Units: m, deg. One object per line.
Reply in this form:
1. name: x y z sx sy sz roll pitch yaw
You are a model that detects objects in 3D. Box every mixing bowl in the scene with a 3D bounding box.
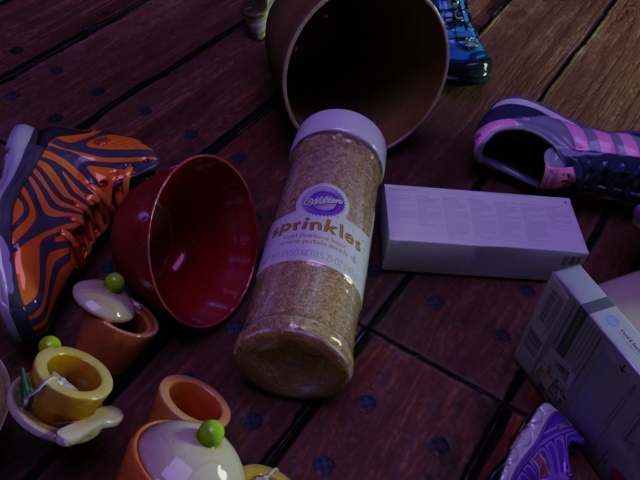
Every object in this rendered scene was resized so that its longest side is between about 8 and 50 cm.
1. mixing bowl: -0.158 -0.001 0.797 0.098 0.181 0.181 2 40 29

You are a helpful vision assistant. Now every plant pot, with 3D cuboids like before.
1. plant pot: 0.018 -0.276 1.058 0.237 0.237 0.254 -11 33 -18

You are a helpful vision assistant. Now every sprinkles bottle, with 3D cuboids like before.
1. sprinkles bottle: 0.000 0.000 0.834 0.121 0.121 0.355 10 46 2

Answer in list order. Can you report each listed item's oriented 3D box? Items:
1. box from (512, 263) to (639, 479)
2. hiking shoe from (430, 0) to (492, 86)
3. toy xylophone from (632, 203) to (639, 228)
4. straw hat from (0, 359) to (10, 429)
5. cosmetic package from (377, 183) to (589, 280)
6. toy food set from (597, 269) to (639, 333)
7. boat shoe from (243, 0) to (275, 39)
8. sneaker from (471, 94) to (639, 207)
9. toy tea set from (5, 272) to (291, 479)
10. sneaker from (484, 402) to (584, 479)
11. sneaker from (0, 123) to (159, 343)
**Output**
1. box: 0.270 0.138 0.719 0.038 0.145 0.186 -14 49 -19
2. hiking shoe: 0.191 -0.369 1.211 0.113 0.132 0.304 -11 48 -18
3. toy xylophone: 0.529 0.014 0.832 0.322 0.081 0.236 22 16 3
4. straw hat: -0.333 0.168 0.665 0.144 0.061 0.144 -5 55 7
5. cosmetic package: 0.193 -0.008 0.910 0.239 0.060 0.099 4 47 -4
6. toy food set: 0.403 0.144 0.786 0.219 0.092 0.306 -15 41 -21
7. boat shoe: -0.102 -0.396 1.265 0.056 0.048 0.153 -6 39 3
8. sneaker: 0.351 -0.091 0.980 0.319 0.112 0.131 20 40 23
9. toy tea set: -0.137 0.133 0.634 0.336 0.124 0.200 40 18 30
10. sneaker: 0.198 0.221 0.685 0.071 0.068 0.170 36 51 17
11. sneaker: -0.260 -0.031 0.824 0.180 0.125 0.321 -4 47 -10
